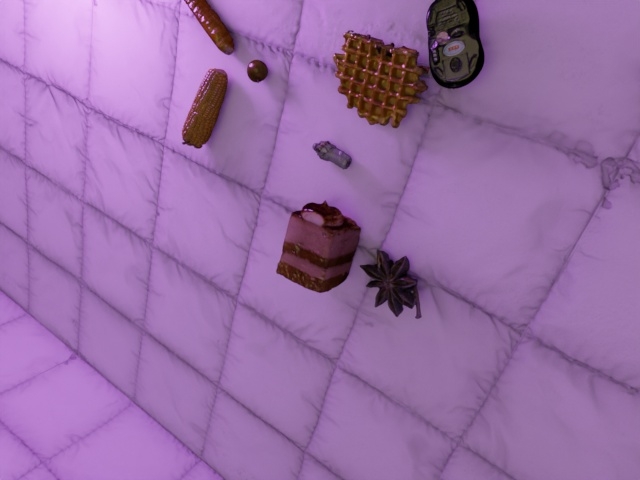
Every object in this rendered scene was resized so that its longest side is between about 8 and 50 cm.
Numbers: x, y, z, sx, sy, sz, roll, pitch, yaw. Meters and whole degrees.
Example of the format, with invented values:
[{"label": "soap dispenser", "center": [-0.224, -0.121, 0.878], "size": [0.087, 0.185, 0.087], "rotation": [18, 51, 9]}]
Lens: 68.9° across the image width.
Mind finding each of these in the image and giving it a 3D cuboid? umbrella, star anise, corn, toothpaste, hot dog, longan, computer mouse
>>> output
[{"label": "umbrella", "center": [0.035, -0.278, 1.499], "size": [0.143, 0.062, 0.067], "rotation": [28, 149, 21]}, {"label": "star anise", "center": [0.239, 0.144, 1.489], "size": [0.262, 0.081, 0.230], "rotation": [41, 123, 27]}, {"label": "corn", "center": [-0.415, -0.476, 1.690], "size": [0.106, 0.106, 0.305], "rotation": [40, 118, 15]}, {"label": "toothpaste", "center": [0.237, -0.489, 1.321], "size": [0.218, 0.033, 0.052], "rotation": [23, 118, 29]}, {"label": "hot dog", "center": [-0.386, -0.760, 1.594], "size": [0.068, 0.083, 0.289], "rotation": [-35, 85, 16]}, {"label": "longan", "center": [-0.209, -0.555, 1.547], "size": [0.075, 0.075, 0.083], "rotation": [-13, 70, 34]}, {"label": "computer mouse", "center": [0.349, -0.511, 1.203], "size": [0.137, 0.096, 0.233], "rotation": [-4, 99, 26]}]

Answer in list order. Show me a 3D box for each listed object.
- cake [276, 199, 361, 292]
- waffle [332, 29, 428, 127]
[{"label": "cake", "center": [0.000, 0.000, 1.531], "size": [0.196, 0.198, 0.293], "rotation": [24, 112, 29]}, {"label": "waffle", "center": [0.168, -0.470, 1.329], "size": [0.283, 0.065, 0.310], "rotation": [-24, 96, 46]}]
